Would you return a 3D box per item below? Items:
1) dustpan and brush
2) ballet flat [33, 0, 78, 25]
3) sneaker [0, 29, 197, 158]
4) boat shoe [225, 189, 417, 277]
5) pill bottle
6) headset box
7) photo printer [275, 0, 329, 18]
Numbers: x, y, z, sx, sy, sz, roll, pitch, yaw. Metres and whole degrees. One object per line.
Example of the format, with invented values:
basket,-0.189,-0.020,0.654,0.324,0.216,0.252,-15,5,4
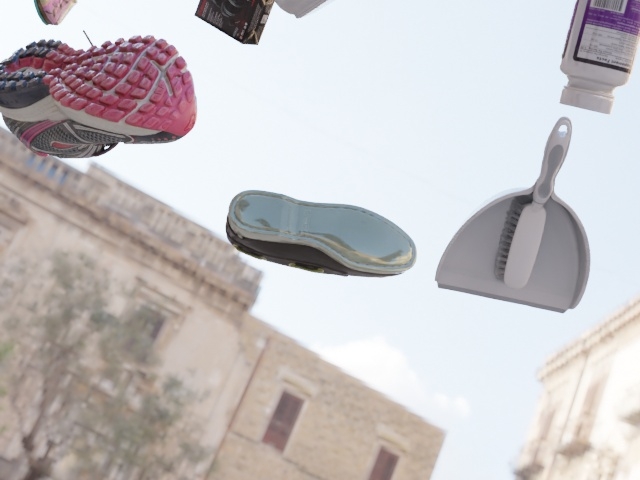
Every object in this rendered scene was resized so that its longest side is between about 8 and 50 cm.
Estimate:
dustpan and brush,0.202,-0.025,1.152,0.147,0.060,0.211,12,-69,-2
ballet flat,-0.322,-0.344,1.516,0.079,0.221,0.077,-17,-52,-2
sneaker,-0.220,-0.135,1.218,0.299,0.121,0.112,13,-40,46
boat shoe,0.000,0.000,1.428,0.227,0.081,0.069,16,-31,-3
pill bottle,0.412,-0.287,1.771,0.108,0.194,0.108,13,9,-2
headset box,-0.095,-0.257,1.304,0.083,0.062,0.032,34,23,25
photo printer,0.071,-0.456,1.810,0.107,0.256,0.307,55,-17,-9
